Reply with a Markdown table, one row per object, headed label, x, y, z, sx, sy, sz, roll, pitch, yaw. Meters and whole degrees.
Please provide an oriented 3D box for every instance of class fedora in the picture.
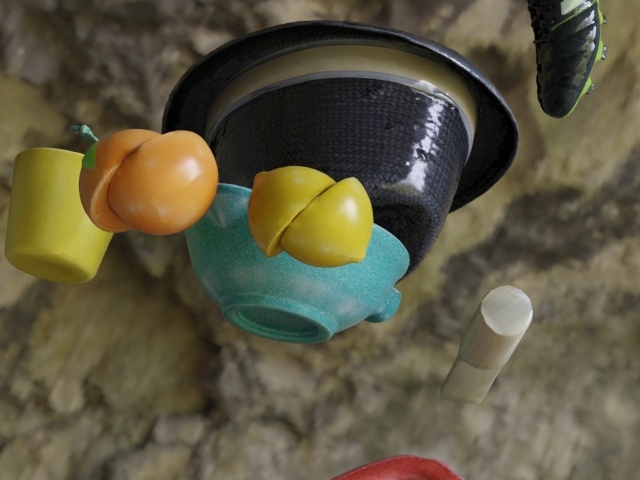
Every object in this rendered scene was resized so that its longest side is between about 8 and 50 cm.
| label | x | y | z | sx | sy | sz | roll | pitch | yaw |
| --- | --- | --- | --- | --- | --- | --- | --- | --- | --- |
| fedora | 0.008 | -0.046 | 1.605 | 0.334 | 0.152 | 0.334 | 5 | -34 | 4 |

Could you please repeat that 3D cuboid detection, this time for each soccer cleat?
| label | x | y | z | sx | sy | sz | roll | pitch | yaw |
| --- | --- | --- | --- | --- | --- | --- | --- | --- | --- |
| soccer cleat | 0.157 | -0.172 | 1.216 | 0.072 | 0.179 | 0.060 | 10 | -2 | -20 |

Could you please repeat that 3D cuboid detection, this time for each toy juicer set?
| label | x | y | z | sx | sy | sz | roll | pitch | yaw |
| --- | --- | --- | --- | --- | --- | --- | --- | --- | --- |
| toy juicer set | 0.000 | 0.000 | 1.020 | 0.329 | 0.089 | 0.209 | 20 | -21 | -19 |

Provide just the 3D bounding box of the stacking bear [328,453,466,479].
| label | x | y | z | sx | sy | sz | roll | pitch | yaw |
| --- | --- | --- | --- | --- | --- | --- | --- | --- | --- |
| stacking bear | 0.034 | 0.294 | 1.007 | 0.175 | 0.164 | 0.289 | 47 | -32 | 48 |
